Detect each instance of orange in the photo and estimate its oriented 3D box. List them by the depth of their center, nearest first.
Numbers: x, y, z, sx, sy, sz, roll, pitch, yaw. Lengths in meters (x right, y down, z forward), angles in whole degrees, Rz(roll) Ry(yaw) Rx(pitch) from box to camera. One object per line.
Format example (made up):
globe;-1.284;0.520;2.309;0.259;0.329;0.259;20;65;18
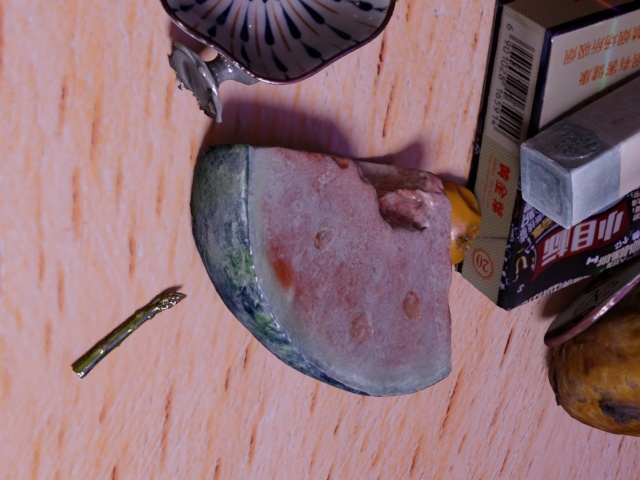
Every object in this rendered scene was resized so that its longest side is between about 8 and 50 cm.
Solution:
orange;0.118;-0.012;1.327;0.086;0.062;0.086;-20;131;-26

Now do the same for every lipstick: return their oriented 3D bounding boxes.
lipstick;0.325;-0.120;1.294;0.317;0.066;0.068;-30;134;-22

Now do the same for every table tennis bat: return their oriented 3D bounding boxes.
table tennis bat;0.355;0.013;1.513;0.301;0.022;0.173;-42;179;-13

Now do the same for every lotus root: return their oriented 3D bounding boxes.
lotus root;0.358;0.124;1.506;0.193;0.291;0.193;3;81;-20

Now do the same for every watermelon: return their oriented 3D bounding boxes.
watermelon;0.000;0.000;1.210;0.318;0.148;0.226;49;66;-36

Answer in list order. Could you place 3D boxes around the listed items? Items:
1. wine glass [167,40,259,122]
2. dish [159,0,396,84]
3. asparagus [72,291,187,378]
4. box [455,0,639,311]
wine glass;-0.035;-0.154;1.073;0.155;0.072;0.072;-31;137;-20
dish;-0.038;-0.204;1.006;0.190;0.066;0.191;0;90;-18
asparagus;-0.162;0.077;1.182;0.114;0.014;0.015;-39;118;-10
box;0.245;-0.100;1.354;0.198;0.084;0.310;-20;132;-30
